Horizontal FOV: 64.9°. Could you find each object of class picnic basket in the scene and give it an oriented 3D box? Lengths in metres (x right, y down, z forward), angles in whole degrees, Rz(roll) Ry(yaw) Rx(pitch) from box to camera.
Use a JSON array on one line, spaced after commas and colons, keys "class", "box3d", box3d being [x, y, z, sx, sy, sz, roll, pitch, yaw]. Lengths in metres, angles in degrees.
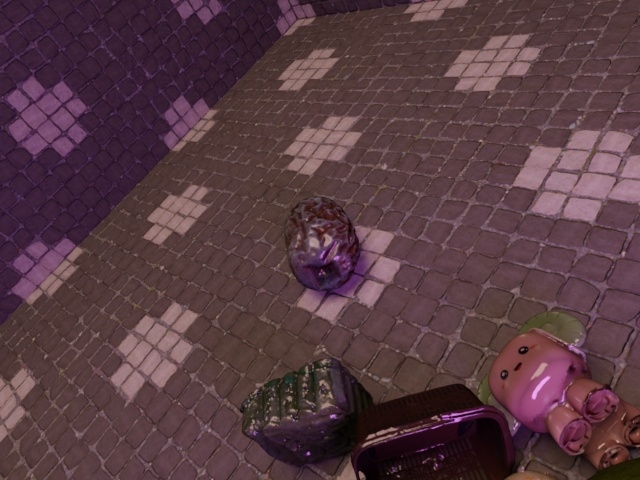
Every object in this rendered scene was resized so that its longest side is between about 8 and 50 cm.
[{"class": "picnic basket", "box3d": [0.205, 0.394, 0.967, 0.296, 0.223, 0.129, -16, 21, 1]}]

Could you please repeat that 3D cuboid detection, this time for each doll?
[{"class": "doll", "box3d": [0.436, 0.284, 0.961, 0.284, 0.216, 0.268, -54, 17, 6]}]

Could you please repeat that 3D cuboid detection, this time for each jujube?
[{"class": "jujube", "box3d": [0.000, 0.000, 1.497, 0.225, 0.226, 0.317, -26, 36, 11]}]

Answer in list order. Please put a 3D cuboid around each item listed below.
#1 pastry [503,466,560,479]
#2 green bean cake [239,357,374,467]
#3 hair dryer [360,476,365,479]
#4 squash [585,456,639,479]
[{"class": "pastry", "box3d": [0.370, 0.476, 0.863, 0.165, 0.088, 0.166, -17, 46, 18]}, {"class": "green bean cake", "box3d": [-0.021, 0.388, 1.096, 0.254, 0.241, 0.132, -24, 46, 12]}, {"class": "hair dryer", "box3d": [0.029, 0.525, 0.965, 0.267, 0.229, 0.092, -31, 81, 3]}, {"class": "squash", "box3d": [0.500, 0.383, 0.637, 0.309, 0.309, 0.311, -6, 45, 6]}]
